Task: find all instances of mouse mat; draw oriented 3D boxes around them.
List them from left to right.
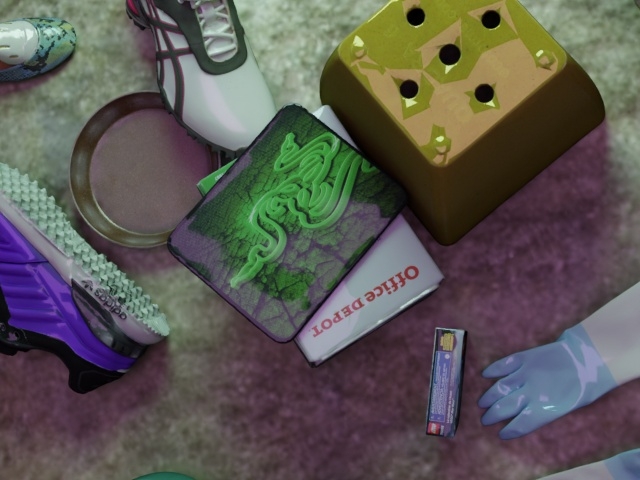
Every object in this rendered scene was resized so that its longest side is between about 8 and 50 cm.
[{"bbox_3d":[-0.030,-0.019,0.887,0.152,0.007,0.189,39,80,9],"label":"mouse mat"}]

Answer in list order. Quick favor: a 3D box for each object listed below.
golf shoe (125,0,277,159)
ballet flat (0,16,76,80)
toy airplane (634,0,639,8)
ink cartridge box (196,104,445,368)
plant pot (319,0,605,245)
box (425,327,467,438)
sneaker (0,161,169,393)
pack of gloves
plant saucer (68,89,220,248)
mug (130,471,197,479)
[{"bbox_3d":[-0.123,-0.207,0.958,0.105,0.120,0.273,-27,81,-23],"label":"golf shoe"},{"bbox_3d":[-0.363,-0.206,1.042,0.188,0.070,0.070,-14,82,9],"label":"ballet flat"},{"bbox_3d":[0.420,-0.341,0.788,0.384,0.272,0.386,-36,51,-10],"label":"toy airplane"},{"bbox_3d":[0.000,0.000,0.931,0.153,0.087,0.208,-31,79,-6],"label":"ink cartridge box"},{"bbox_3d":[0.125,-0.146,0.883,0.212,0.187,0.212,-40,79,4],"label":"plant pot"},{"bbox_3d":[0.118,0.128,0.882,0.027,0.137,0.094,6,85,11],"label":"box"},{"bbox_3d":[-0.306,0.041,0.978,0.293,0.102,0.146,44,98,4],"label":"sneaker"},{"bbox_3d":[0.259,0.166,0.862,0.232,0.046,0.195,-35,77,26],"label":"pack of gloves"},{"bbox_3d":[-0.184,-0.074,1.014,0.168,0.029,0.168,-1,84,9],"label":"plant saucer"},{"bbox_3d":[-0.168,0.289,0.940,0.158,0.097,0.129,23,90,13],"label":"mug"}]
